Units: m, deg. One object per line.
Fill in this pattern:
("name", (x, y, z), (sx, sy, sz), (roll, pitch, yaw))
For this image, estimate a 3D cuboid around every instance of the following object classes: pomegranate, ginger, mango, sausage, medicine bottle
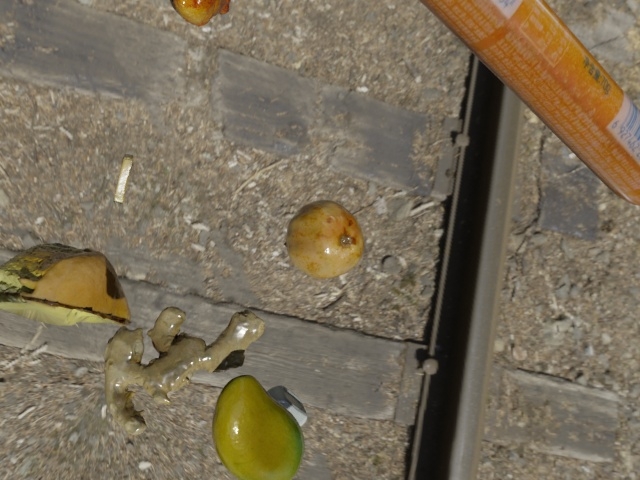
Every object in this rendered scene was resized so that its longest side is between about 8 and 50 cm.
("pomegranate", (0.012, -0.001, 1.670), (0.207, 0.207, 0.207), (4, 77, -17))
("ginger", (-0.212, 0.162, 0.971), (0.258, 0.065, 0.149), (-32, 84, -14))
("mango", (-0.097, 0.289, 0.954), (0.122, 0.085, 0.191), (-48, 118, -16))
("sausage", (0.141, -0.123, 0.429), (0.348, 0.053, 0.053), (35, 70, -25))
("medicine bottle", (-0.127, 0.422, 1.482), (0.183, 0.069, 0.119), (-41, 127, 4))

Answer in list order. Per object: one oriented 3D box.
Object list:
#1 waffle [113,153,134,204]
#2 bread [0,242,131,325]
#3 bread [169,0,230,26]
("waffle", (-0.414, -0.134, 1.364), (0.023, 0.152, 0.097), (14, 97, -18))
("bread", (-0.495, 0.089, 1.279), (0.204, 0.262, 0.163), (10, 82, 24))
("bread", (-0.201, -0.460, 1.142), (0.095, 0.269, 0.139), (-1, 115, 13))
